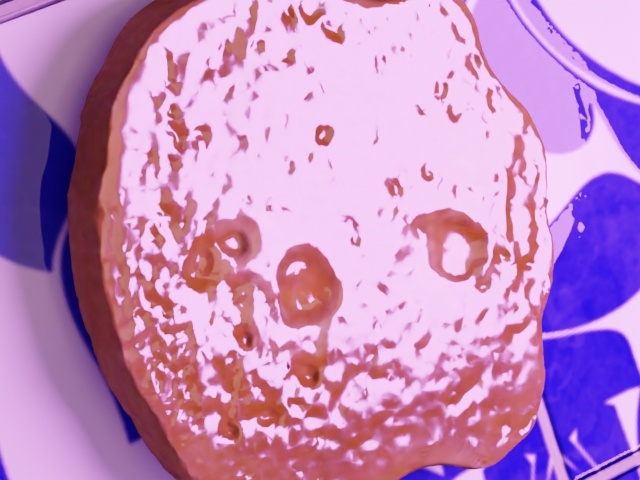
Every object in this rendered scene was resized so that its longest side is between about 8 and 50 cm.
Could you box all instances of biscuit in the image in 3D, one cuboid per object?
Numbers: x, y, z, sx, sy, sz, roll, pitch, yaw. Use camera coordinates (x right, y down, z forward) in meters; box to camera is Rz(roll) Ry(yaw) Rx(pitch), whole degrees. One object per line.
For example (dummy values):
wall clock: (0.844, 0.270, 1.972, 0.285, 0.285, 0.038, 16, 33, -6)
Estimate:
biscuit: (-0.001, 0.000, 1.381, 0.365, 0.062, 0.385, -11, 98, -25)
